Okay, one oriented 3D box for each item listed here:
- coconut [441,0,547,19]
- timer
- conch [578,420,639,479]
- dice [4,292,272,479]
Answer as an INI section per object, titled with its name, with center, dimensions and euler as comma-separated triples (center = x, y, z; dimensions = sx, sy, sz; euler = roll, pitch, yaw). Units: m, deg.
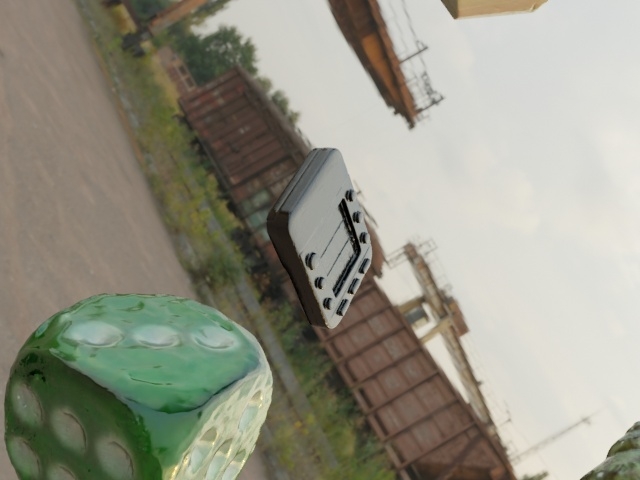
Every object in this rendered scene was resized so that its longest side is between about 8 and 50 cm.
[coconut]
center = 0.253, -0.444, 1.184
dimensions = 0.239, 0.244, 0.239
euler = -2, 90, -82
[timer]
center = 0.000, 0.000, 0.956
dimensions = 0.055, 0.144, 0.187
euler = 5, -45, 28
[conch]
center = 0.351, 0.288, 0.833
dimensions = 0.124, 0.187, 0.181
euler = -48, 136, -68
[dice]
center = -0.268, 0.259, 1.211
dimensions = 0.297, 0.287, 0.300
euler = 24, 24, 20
